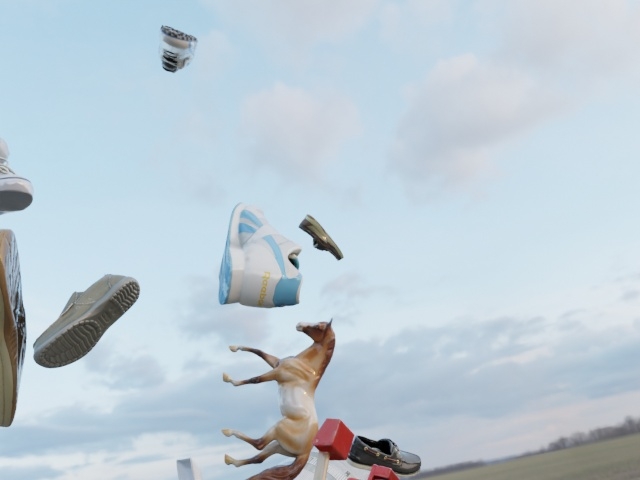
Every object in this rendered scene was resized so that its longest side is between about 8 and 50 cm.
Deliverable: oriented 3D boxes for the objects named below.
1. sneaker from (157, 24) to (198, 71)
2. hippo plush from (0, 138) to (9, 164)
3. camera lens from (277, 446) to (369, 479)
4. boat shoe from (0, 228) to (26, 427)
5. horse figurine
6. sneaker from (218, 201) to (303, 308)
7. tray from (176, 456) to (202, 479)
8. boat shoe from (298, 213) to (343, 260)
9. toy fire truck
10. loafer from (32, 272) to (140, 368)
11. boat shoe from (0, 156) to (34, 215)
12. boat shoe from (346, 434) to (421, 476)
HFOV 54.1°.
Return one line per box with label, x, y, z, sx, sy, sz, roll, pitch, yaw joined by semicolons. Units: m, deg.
sneaker;-0.323;-0.420;1.397;0.085;0.086;0.237;19;3;-12
hippo plush;-1.070;-0.245;1.889;0.236;0.294;0.234;-50;4;-12
camera lens;-0.042;0.520;1.116;0.219;0.219;0.274;-26;-1;33
boat shoe;-0.476;0.128;0.853;0.123;0.123;0.342;2;-50;-18
horse figurine;-0.062;0.252;0.949;0.174;0.263;0.066;-2;-22;5
sneaker;-0.074;0.020;0.773;0.092;0.229;0.087;9;-68;-11
tray;-0.302;0.668;1.534;0.030;0.270;0.145;-5;-17;-28
boat shoe;0.000;0.000;1.574;0.049;0.152;0.056;-42;21;-3
toy fire truck;0.030;0.329;0.796;0.135;0.192;0.047;-3;-44;37
loafer;-0.488;0.160;1.292;0.251;0.087;0.094;-44;-38;-32
boat shoe;-0.833;-0.145;1.587;0.136;0.156;0.367;9;-16;-43
boat shoe;0.100;0.320;0.932;0.133;0.042;0.049;20;5;-27
